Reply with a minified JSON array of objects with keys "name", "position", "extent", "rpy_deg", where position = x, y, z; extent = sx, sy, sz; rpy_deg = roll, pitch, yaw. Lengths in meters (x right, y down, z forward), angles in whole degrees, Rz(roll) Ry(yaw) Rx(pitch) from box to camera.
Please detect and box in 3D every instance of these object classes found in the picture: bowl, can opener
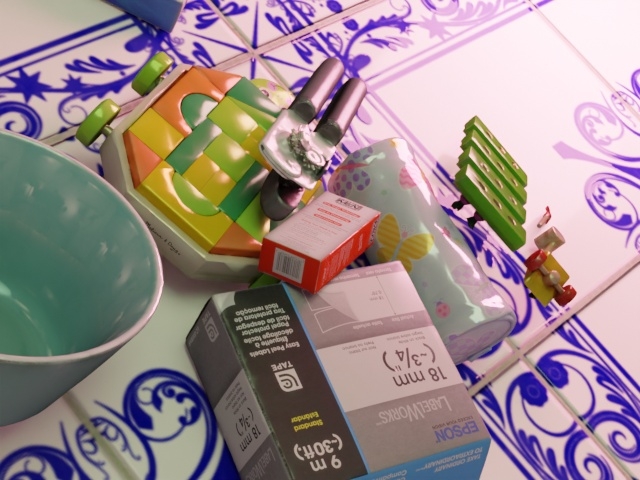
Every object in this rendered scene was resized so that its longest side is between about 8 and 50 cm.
[{"name":"bowl","position":[-0.315,0.048,1.157],"extent":[0.311,0.163,0.311],"rpy_deg":[22,33,-15]},{"name":"can opener","position":[-0.016,-0.123,1.432],"extent":[0.074,0.093,0.280],"rpy_deg":[41,33,-9]}]

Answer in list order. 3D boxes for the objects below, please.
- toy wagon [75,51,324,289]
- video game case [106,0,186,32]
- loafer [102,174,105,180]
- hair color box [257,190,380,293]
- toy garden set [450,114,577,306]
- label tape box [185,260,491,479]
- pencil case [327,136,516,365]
[{"name":"toy wagon","position":[-0.104,-0.100,1.445],"extent":[0.267,0.068,0.344],"rpy_deg":[42,42,-6]},{"name":"video game case","position":[-0.263,-0.412,1.621],"extent":[0.269,0.061,0.244],"rpy_deg":[26,48,-9]},{"name":"loafer","position":[-0.206,-0.020,1.375],"extent":[0.045,0.039,0.125],"rpy_deg":[-15,65,-36]},{"name":"hair color box","position":[0.000,0.000,1.354],"extent":[0.072,0.043,0.141],"rpy_deg":[22,32,20]},{"name":"toy garden set","position":[0.231,-0.031,1.579],"extent":[0.204,0.049,0.244],"rpy_deg":[48,21,-10]},{"name":"label tape box","position":[0.038,0.198,1.303],"extent":[0.240,0.106,0.334],"rpy_deg":[-10,62,-33]},{"name":"pencil case","position":[0.114,0.013,1.472],"extent":[0.273,0.113,0.124],"rpy_deg":[60,20,20]}]
